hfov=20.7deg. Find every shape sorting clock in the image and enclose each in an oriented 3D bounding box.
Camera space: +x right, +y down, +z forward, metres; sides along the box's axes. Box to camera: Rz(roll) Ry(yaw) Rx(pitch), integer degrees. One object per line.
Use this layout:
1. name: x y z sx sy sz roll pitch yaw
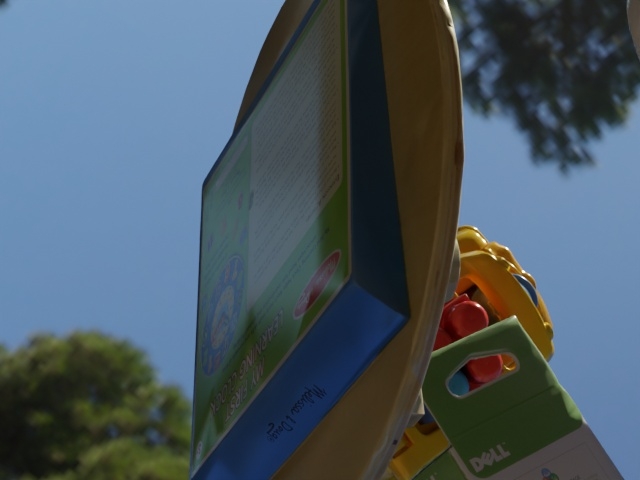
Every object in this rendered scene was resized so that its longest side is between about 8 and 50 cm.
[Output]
1. shape sorting clock: 0.000 0.000 0.578 0.206 0.040 0.206 -167 -90 -71

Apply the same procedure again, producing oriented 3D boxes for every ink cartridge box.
1. ink cartridge box: 0.125 0.160 1.053 0.209 0.109 0.062 58 -40 14

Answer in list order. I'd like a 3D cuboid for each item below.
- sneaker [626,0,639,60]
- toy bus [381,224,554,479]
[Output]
1. sneaker: 0.290 -0.018 0.942 0.127 0.321 0.126 -23 -156 24
2. toy bus: 0.085 0.073 1.213 0.220 0.149 0.211 -34 178 -24
